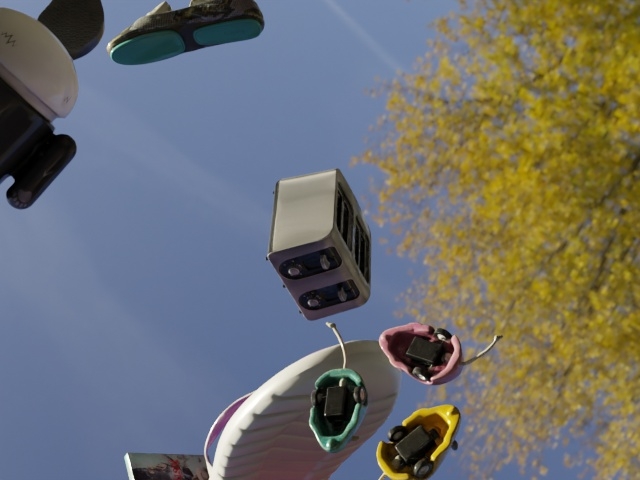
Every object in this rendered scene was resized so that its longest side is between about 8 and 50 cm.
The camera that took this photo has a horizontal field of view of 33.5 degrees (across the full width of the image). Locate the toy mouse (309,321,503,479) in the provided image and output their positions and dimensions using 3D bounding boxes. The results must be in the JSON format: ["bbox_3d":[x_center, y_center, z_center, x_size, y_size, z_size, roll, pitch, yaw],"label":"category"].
[{"bbox_3d":[0.047,0.104,0.734,0.161,0.031,0.143,-42,-133,-7],"label":"toy mouse"}]

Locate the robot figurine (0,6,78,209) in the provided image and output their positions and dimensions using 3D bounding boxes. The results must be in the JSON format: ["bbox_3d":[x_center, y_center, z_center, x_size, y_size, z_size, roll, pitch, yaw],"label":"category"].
[{"bbox_3d":[-0.421,-0.152,1.279,0.173,0.278,0.209,41,176,47],"label":"robot figurine"}]

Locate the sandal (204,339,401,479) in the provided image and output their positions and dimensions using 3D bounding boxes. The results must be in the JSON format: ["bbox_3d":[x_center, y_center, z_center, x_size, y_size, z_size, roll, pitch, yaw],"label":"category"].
[{"bbox_3d":[-0.052,0.209,1.147,0.169,0.416,0.102,-1,-128,-28],"label":"sandal"}]

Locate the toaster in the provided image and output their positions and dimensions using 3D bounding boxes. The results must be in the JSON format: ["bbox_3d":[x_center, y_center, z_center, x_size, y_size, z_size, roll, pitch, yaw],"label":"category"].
[{"bbox_3d":[0.000,0.000,1.586,0.110,0.168,0.185,-12,-135,17],"label":"toaster"}]

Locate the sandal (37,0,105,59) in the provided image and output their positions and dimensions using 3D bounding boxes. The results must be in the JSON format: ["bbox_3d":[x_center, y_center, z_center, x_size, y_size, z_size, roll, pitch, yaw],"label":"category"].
[{"bbox_3d":[-0.373,-0.343,1.626,0.097,0.054,0.254,5,-138,-5],"label":"sandal"}]

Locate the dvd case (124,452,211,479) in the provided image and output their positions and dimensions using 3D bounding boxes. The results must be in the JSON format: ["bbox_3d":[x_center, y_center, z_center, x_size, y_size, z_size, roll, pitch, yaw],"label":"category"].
[{"bbox_3d":[-0.189,0.313,1.376,0.119,0.013,0.087,11,-142,-33],"label":"dvd case"}]

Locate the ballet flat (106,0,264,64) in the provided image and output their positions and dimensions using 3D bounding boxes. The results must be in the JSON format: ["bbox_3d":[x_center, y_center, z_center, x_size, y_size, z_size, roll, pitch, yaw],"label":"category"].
[{"bbox_3d":[-0.098,-0.155,0.768,0.114,0.041,0.041,-12,-141,0],"label":"ballet flat"}]
